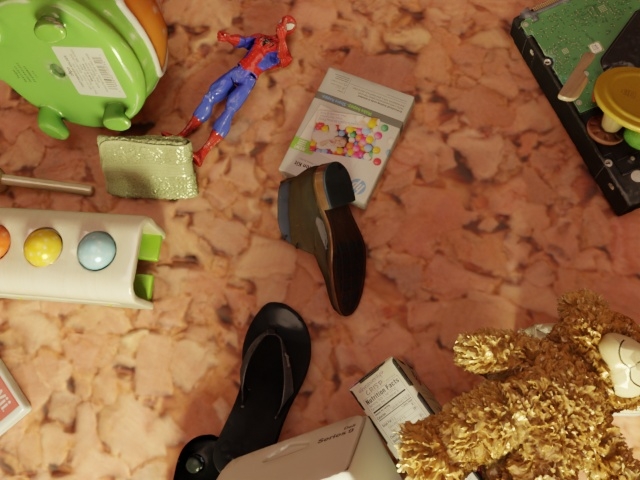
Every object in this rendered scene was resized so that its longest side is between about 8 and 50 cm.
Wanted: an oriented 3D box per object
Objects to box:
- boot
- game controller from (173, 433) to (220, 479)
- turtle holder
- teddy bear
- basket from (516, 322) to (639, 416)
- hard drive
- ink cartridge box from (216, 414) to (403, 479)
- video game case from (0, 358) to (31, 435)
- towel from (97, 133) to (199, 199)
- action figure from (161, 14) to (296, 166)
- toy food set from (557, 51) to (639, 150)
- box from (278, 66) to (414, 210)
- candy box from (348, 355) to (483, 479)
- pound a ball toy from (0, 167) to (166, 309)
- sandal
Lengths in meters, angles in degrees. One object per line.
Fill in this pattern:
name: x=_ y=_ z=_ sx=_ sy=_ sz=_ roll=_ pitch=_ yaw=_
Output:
boot: x=0.000 y=0.000 z=0.953 sx=0.106 sy=0.082 sz=0.219 roll=-3 pitch=94 yaw=42
game controller: x=-0.044 y=0.362 z=0.854 sx=0.319 sy=0.067 sz=0.166 roll=9 pitch=76 yaw=10
turtle holder: x=-0.377 y=-0.301 z=1.014 sx=0.320 sy=0.243 sz=0.227 roll=-15 pitch=42 yaw=43
teddy bear: x=0.236 y=0.186 z=0.685 sx=0.338 sy=0.113 sz=0.245 roll=-16 pitch=64 yaw=-14
basket: x=0.343 y=0.164 z=0.839 sx=0.167 sy=0.103 sz=0.113 roll=-1 pitch=74 yaw=8
hard drive: x=0.460 y=-0.230 z=0.955 sx=0.237 sy=0.064 sz=0.338 roll=-24 pitch=74 yaw=0
ink cartridge box: x=0.017 y=0.374 z=0.737 sx=0.211 sy=0.121 sz=0.289 roll=-26 pitch=96 yaw=19
video game case: x=-0.596 y=0.263 z=0.972 sx=0.285 sy=0.025 sz=0.204 roll=-40 pitch=74 yaw=-5
towel: x=-0.262 y=-0.109 z=0.997 sx=0.148 sy=0.110 sz=0.027 roll=2 pitch=36 yaw=5
action figure: x=-0.133 y=-0.258 z=1.004 sx=0.091 sy=0.139 sz=0.280 roll=36 pitch=79 yaw=14
toy food set: x=0.425 y=-0.165 z=0.881 sx=0.218 sy=0.071 sz=0.128 roll=23 pitch=55 yaw=11
box: x=0.041 y=-0.157 z=1.001 sx=0.145 sy=0.038 sz=0.186 roll=23 pitch=80 yaw=13
candy box: x=0.142 y=0.260 z=0.794 sx=0.071 sy=0.159 sz=0.233 roll=-38 pitch=66 yaw=4
pound a ball toy: x=-0.400 y=-0.018 z=0.968 sx=0.319 sy=0.135 sz=0.208 roll=4 pitch=75 yaw=8
sandal: x=-0.072 y=0.193 z=0.879 sx=0.097 sy=0.054 sz=0.254 roll=7 pitch=56 yaw=8
